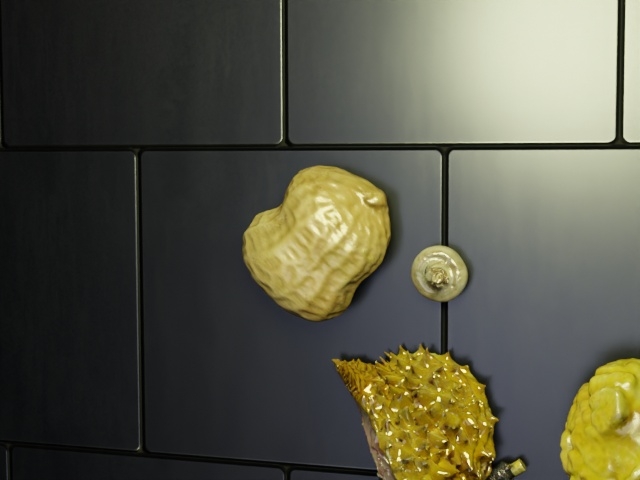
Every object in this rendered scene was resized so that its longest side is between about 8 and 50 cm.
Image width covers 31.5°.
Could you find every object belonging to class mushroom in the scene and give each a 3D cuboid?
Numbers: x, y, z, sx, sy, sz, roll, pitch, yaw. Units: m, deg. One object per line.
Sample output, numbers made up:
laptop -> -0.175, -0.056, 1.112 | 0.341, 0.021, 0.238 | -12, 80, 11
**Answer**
mushroom -> 0.171, 0.051, 1.655 | 0.085, 0.079, 0.085 | 2, 98, 18

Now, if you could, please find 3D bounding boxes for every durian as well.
durian -> 0.159, 0.273, 1.660 | 0.195, 0.185, 0.305 | -21, 68, -2

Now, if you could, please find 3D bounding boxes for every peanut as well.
peanut -> 0.000, 0.000, 1.689 | 0.196, 0.110, 0.233 | 44, 107, 9

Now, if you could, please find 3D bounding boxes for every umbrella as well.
umbrella -> 0.240, 0.366, 1.681 | 0.144, 0.040, 0.037 | -34, 72, 15

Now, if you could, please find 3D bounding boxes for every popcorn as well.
popcorn -> 0.442, 0.283, 1.558 | 0.203, 0.226, 0.200 | 9, 139, -20
